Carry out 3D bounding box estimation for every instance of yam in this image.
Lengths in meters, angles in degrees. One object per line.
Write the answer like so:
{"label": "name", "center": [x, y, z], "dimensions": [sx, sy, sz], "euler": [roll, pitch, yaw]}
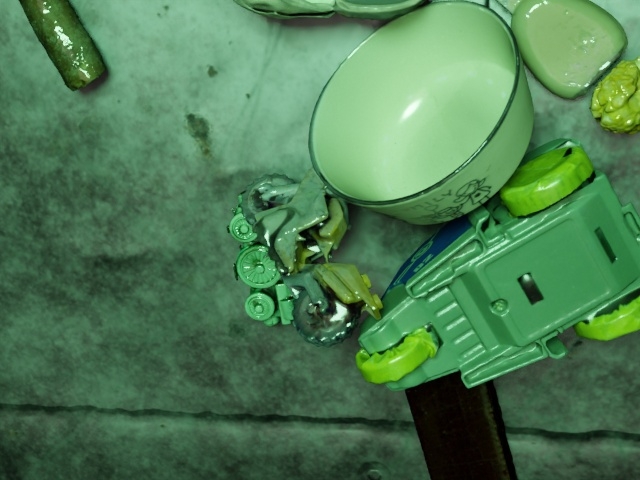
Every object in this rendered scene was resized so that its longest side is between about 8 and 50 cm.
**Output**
{"label": "yam", "center": [-0.325, -0.292, 0.896], "dimensions": [0.061, 0.061, 0.253], "euler": [-22, 106, 19]}

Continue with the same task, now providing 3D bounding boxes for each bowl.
{"label": "bowl", "center": [0.118, -0.115, 0.812], "dimensions": [0.238, 0.237, 0.126], "euler": [-33, 137, 21]}

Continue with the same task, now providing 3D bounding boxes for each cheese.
{"label": "cheese", "center": [0.224, -0.237, 0.823], "dimensions": [0.192, 0.037, 0.097], "euler": [39, 113, -7]}

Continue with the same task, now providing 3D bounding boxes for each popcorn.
{"label": "popcorn", "center": [0.315, -0.148, 0.833], "dimensions": [0.084, 0.084, 0.084], "euler": [4, 113, 9]}

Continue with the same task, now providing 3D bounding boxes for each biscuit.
{"label": "biscuit", "center": [0.183, 0.248, 1.016], "dimensions": [0.106, 0.070, 0.252], "euler": [-12, 109, 16]}

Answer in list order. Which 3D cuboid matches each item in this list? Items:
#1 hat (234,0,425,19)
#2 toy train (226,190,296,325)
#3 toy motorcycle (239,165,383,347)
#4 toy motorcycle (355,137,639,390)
{"label": "hat", "center": [0.005, -0.334, 0.773], "dimensions": [0.275, 0.161, 0.232], "euler": [-23, 120, -5]}
{"label": "toy train", "center": [-0.052, 0.020, 0.970], "dimensions": [0.105, 0.071, 0.178], "euler": [-9, 109, 3]}
{"label": "toy motorcycle", "center": [0.000, 0.000, 0.848], "dimensions": [0.130, 0.229, 0.094], "euler": [-25, 147, -3]}
{"label": "toy motorcycle", "center": [0.182, 0.041, 0.874], "dimensions": [0.326, 0.200, 0.191], "euler": [-30, 104, 9]}
